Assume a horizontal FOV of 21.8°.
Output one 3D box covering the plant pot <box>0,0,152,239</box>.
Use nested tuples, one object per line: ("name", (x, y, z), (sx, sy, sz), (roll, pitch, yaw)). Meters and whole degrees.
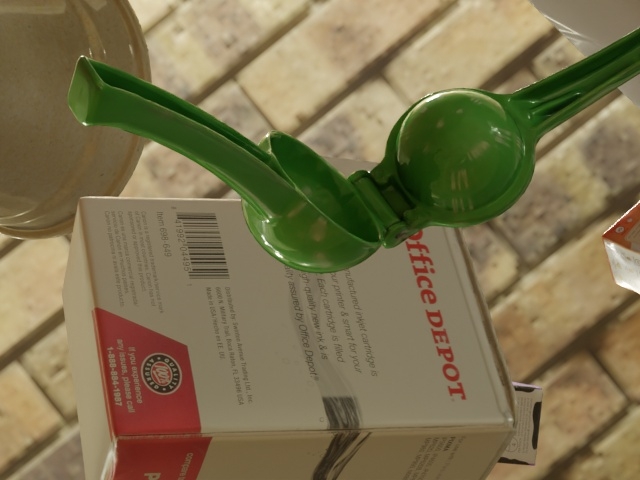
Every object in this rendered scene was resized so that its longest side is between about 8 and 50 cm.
("plant pot", (-0.400, -0.159, 1.743), (0.334, 0.333, 0.305), (-39, -15, 26))

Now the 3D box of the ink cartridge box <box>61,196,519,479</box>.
("ink cartridge box", (-0.021, 0.061, 0.902), (0.218, 0.158, 0.092), (0, -39, -18))

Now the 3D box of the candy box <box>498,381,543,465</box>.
("candy box", (0.073, 0.148, 1.448), (0.196, 0.070, 0.165), (6, -3, -11))

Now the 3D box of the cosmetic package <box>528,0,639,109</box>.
("cosmetic package", (0.262, -0.294, 1.480), (0.097, 0.377, 0.284), (-20, 50, 36))

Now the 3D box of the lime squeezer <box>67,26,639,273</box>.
("lime squeezer", (0.034, -0.045, 0.592), (0.310, 0.059, 0.110), (-14, -50, -36))

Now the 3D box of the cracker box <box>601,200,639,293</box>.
("cracker box", (0.397, 0.008, 1.516), (0.156, 0.067, 0.232), (-40, 42, -22))

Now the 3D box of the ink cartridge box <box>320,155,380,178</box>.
("ink cartridge box", (0.000, 0.000, 1.575), (0.090, 0.092, 0.143), (6, -39, -19))
